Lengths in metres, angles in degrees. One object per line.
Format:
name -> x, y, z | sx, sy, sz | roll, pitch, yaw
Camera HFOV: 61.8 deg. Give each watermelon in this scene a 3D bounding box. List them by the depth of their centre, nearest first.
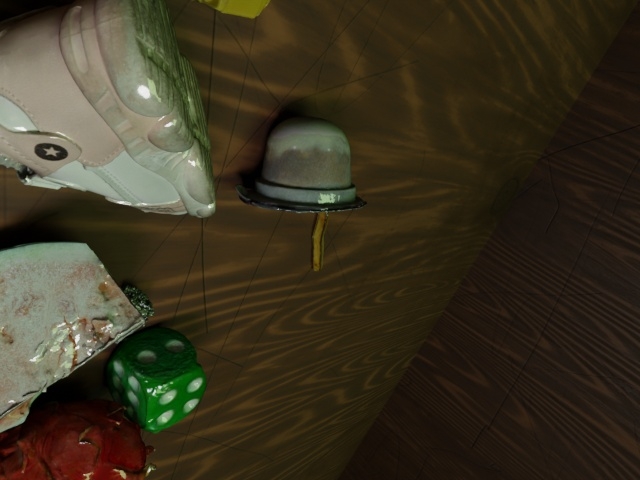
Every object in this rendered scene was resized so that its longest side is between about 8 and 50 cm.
watermelon -> -0.366, 0.142, 0.622 | 0.305, 0.180, 0.223 | -39, 135, -20

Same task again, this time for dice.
dice -> -0.279, 0.235, 0.910 | 0.120, 0.131, 0.128 | -21, 138, -46

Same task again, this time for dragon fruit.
dragon fruit -> -0.385, 0.351, 0.790 | 0.241, 0.241, 0.252 | -53, 158, 0

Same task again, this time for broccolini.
broccolini -> -0.353, 0.151, 0.810 | 0.216, 0.058, 0.067 | -39, 115, -10

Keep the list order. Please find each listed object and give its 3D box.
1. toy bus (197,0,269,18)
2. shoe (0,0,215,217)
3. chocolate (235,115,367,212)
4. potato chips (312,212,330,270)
toy bus -> -0.043, -0.400, 0.545 | 0.121, 0.123, 0.335 | -15, 134, -49
shoe -> -0.227, -0.125, 0.567 | 0.198, 0.171, 0.351 | -9, 163, -5
chocolate -> -0.030, -0.126, 0.866 | 0.221, 0.221, 0.147 | -17, 108, -48
potato chips -> 0.000, 0.000, 1.174 | 0.037, 0.026, 0.203 | -46, 154, -41
